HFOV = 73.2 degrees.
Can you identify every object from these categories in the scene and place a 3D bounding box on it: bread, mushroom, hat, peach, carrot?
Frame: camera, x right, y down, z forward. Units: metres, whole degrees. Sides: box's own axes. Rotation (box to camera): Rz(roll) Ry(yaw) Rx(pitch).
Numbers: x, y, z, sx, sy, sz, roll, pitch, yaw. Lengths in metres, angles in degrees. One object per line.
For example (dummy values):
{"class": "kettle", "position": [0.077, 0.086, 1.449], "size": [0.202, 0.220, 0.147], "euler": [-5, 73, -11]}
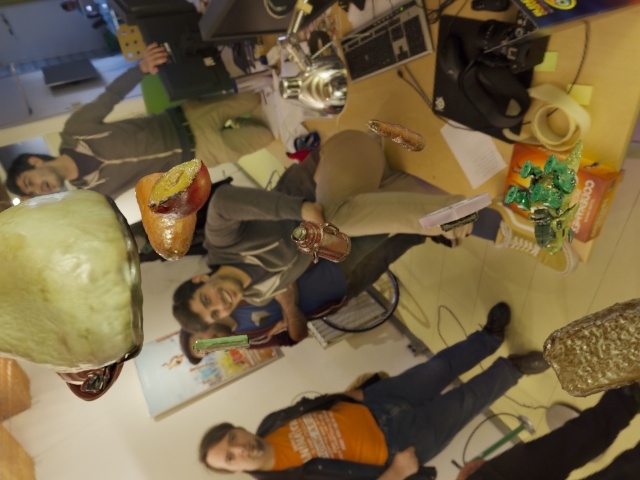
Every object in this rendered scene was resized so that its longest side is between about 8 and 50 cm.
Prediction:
{"class": "bread", "position": [0.487, 0.178, 0.734], "size": [0.417, 0.165, 0.113], "euler": [20, -138, -56]}
{"class": "mushroom", "position": [-0.322, 0.041, 0.507], "size": [0.267, 0.164, 0.189], "euler": [46, 132, 38]}
{"class": "hat", "position": [-0.462, 0.208, 0.833], "size": [0.089, 0.205, 0.205], "euler": [19, -149, -55]}
{"class": "peach", "position": [-0.189, -0.065, 0.599], "size": [0.061, 0.098, 0.098], "euler": [49, 173, -39]}
{"class": "carrot", "position": [0.137, -0.190, 0.770], "size": [0.036, 0.165, 0.035], "euler": [-9, 77, 44]}
{"class": "carrot", "position": [-0.396, -0.043, 1.117], "size": [0.159, 0.159, 0.224], "euler": [100, 159, -54]}

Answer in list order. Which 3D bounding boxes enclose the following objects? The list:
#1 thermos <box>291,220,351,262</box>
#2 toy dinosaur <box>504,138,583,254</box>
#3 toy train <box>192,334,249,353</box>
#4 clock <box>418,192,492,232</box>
{"class": "thermos", "position": [-0.001, -0.003, 1.216], "size": [0.232, 0.124, 0.098], "euler": [22, -143, -59]}
{"class": "toy dinosaur", "position": [0.463, -0.110, 0.852], "size": [0.153, 0.259, 0.094], "euler": [29, 166, -27]}
{"class": "toy train", "position": [-0.260, 0.276, 1.140], "size": [0.071, 0.148, 0.038], "euler": [145, 121, -62]}
{"class": "clock", "position": [0.371, -0.067, 1.175], "size": [0.064, 0.198, 0.172], "euler": [67, -165, -2]}
